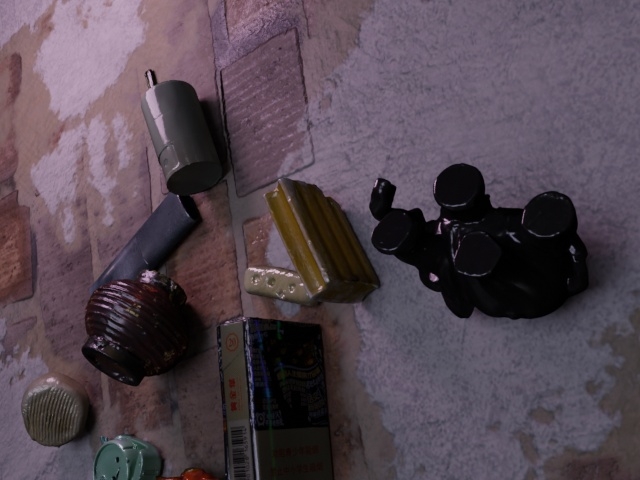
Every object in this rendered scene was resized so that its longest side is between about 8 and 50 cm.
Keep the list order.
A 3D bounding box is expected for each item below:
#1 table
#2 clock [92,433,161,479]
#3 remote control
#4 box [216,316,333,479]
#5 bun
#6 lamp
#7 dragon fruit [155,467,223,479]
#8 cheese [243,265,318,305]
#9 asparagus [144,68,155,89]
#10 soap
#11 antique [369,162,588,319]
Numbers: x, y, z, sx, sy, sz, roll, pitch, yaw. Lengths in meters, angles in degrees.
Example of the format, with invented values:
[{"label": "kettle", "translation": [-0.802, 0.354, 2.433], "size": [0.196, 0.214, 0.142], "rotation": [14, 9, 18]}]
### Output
[{"label": "table", "translation": [-0.299, -0.221, 1.893], "size": [0.126, 0.126, 0.220], "rotation": [-38, 61, 30]}, {"label": "clock", "translation": [-0.442, 0.509, 1.939], "size": [0.211, 0.066, 0.159], "rotation": [14, 92, 42]}, {"label": "remote control", "translation": [-0.407, 0.034, 1.999], "size": [0.377, 0.044, 0.107], "rotation": [-45, 62, 27]}, {"label": "box", "translation": [-0.079, 0.300, 1.571], "size": [0.084, 0.198, 0.310], "rotation": [-16, 73, 39]}, {"label": "bun", "translation": [-0.624, 0.395, 2.080], "size": [0.166, 0.113, 0.173], "rotation": [40, 102, -6]}, {"label": "lamp", "translation": [-0.381, 0.177, 1.840], "size": [0.247, 0.247, 0.247], "rotation": [-8, 78, 40]}, {"label": "dragon fruit", "translation": [-0.287, 0.556, 1.704], "size": [0.224, 0.227, 0.224], "rotation": [21, 129, 28]}, {"label": "cheese", "translation": [-0.075, 0.085, 1.707], "size": [0.194, 0.043, 0.065], "rotation": [6, 82, 43]}, {"label": "asparagus", "translation": [-0.378, -0.303, 2.045], "size": [0.022, 0.023, 0.233], "rotation": [96, 158, -65]}, {"label": "soap", "translation": [0.000, 0.000, 1.588], "size": [0.073, 0.140, 0.232], "rotation": [-42, 59, 28]}, {"label": "antique", "translation": [0.240, 0.016, 1.311], "size": [0.322, 0.255, 0.185], "rotation": [17, 79, 31]}]
